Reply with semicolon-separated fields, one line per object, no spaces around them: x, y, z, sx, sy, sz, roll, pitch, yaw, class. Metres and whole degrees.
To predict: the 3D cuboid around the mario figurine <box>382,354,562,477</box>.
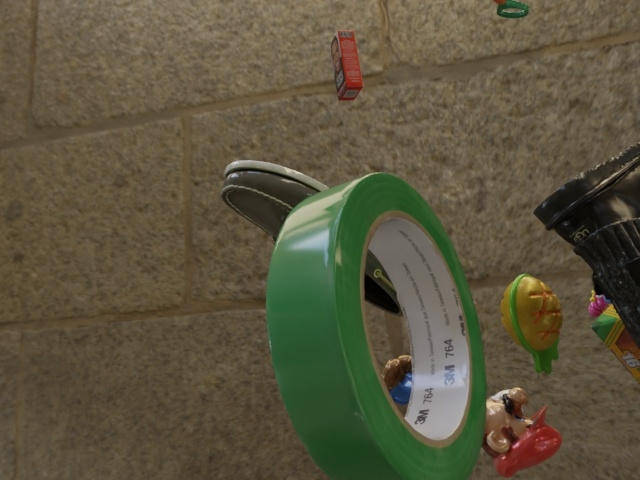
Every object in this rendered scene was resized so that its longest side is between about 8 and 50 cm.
0.278;0.283;1.107;0.320;0.198;0.170;22;130;21;mario figurine

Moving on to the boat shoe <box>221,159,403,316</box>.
0.002;-0.002;0.805;0.305;0.109;0.091;28;62;-12;boat shoe

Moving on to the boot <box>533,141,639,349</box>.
0.492;0.003;0.912;0.348;0.131;0.260;-23;68;-36;boot

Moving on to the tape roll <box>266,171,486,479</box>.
0.074;0.093;0.635;0.077;0.321;0.321;-18;74;31;tape roll

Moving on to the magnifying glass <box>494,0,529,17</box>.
0.534;-0.688;1.776;0.092;0.231;0.026;8;97;37;magnifying glass

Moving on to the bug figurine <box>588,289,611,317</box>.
0.708;0.082;1.477;0.072;0.216;0.279;19;51;17;bug figurine

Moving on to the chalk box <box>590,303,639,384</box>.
0.658;0.138;1.046;0.179;0.289;0.180;-37;83;-21;chalk box

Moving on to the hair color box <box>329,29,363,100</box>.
0.059;-0.402;1.409;0.043;0.072;0.141;-4;76;-16;hair color box

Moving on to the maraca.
0.382;0.148;1.090;0.099;0.127;0.186;-10;111;48;maraca

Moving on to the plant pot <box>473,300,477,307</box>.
0.368;0.195;1.695;0.109;0.096;0.109;30;114;39;plant pot
